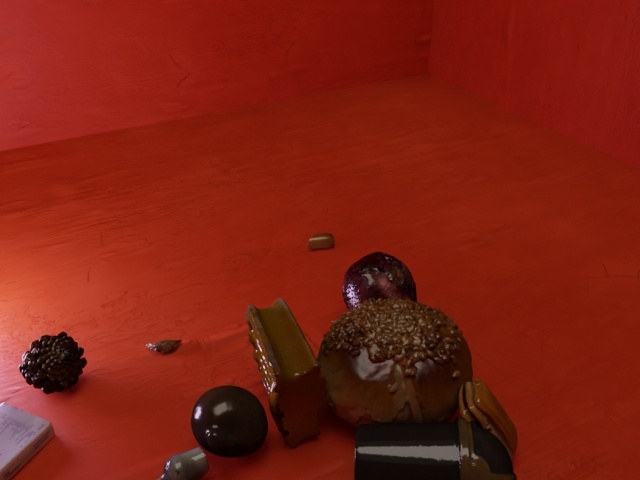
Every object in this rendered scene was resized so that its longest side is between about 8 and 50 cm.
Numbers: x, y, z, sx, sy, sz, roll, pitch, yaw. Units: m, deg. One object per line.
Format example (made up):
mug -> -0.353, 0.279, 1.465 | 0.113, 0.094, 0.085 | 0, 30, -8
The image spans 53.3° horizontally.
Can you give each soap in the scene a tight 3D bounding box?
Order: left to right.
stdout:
soap -> -0.090, 0.323, 1.579 | 0.143, 0.259, 0.281 | -15, 36, -16

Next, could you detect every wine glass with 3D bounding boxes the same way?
wine glass -> -0.346, 0.529, 1.419 | 0.195, 0.079, 0.079 | -19, 36, -25

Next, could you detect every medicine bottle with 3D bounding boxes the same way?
medicine bottle -> -0.766, 0.487, 1.515 | 0.171, 0.052, 0.201 | 12, 33, 20

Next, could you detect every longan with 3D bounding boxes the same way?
longan -> -0.215, 0.428, 1.490 | 0.184, 0.159, 0.204 | 23, 11, 7

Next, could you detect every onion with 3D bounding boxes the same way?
onion -> 0.169, 0.160, 1.905 | 0.252, 0.219, 0.252 | 15, 57, -25

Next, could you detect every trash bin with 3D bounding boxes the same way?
trash bin -> 0.246, 0.486, 1.366 | 0.333, 0.214, 0.214 | 0, 31, 11

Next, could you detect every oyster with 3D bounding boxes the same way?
oyster -> -0.452, 0.307, 1.839 | 0.083, 0.038, 0.080 | -15, -5, 30

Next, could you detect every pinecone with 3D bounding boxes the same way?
pinecone -> -0.714, 0.328, 1.688 | 0.173, 0.174, 0.174 | 0, 32, 0

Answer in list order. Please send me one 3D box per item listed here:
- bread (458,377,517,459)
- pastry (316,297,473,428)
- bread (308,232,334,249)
bread -> 0.393, 0.423, 1.481 | 0.077, 0.200, 0.116 | -31, 16, 20
pastry -> 0.185, 0.303, 1.622 | 0.409, 0.245, 0.410 | -2, 30, 1
bread -> -0.002, 0.000, 2.296 | 0.103, 0.049, 0.062 | -6, 32, -12
